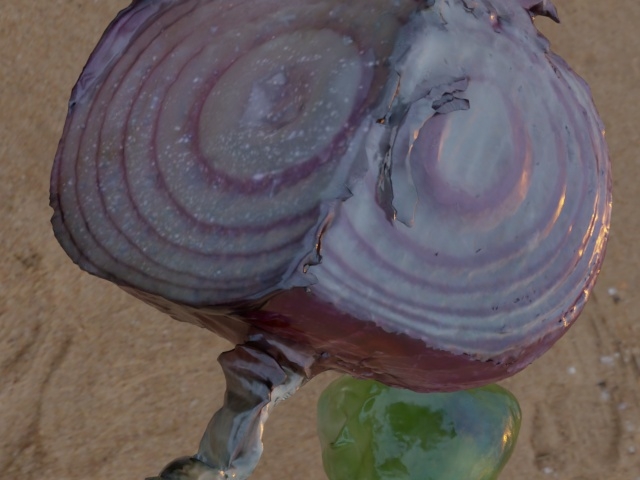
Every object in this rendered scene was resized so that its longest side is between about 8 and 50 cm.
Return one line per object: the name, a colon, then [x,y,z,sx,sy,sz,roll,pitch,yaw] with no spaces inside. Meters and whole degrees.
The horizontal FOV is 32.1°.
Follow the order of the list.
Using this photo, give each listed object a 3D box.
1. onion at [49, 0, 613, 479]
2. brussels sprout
onion: [0.013,-0.024,0.594,0.272,0.256,0.230,-52,140,6]
brussels sprout: [0.079,0.148,0.860,0.149,0.122,0.151,28,59,-15]
